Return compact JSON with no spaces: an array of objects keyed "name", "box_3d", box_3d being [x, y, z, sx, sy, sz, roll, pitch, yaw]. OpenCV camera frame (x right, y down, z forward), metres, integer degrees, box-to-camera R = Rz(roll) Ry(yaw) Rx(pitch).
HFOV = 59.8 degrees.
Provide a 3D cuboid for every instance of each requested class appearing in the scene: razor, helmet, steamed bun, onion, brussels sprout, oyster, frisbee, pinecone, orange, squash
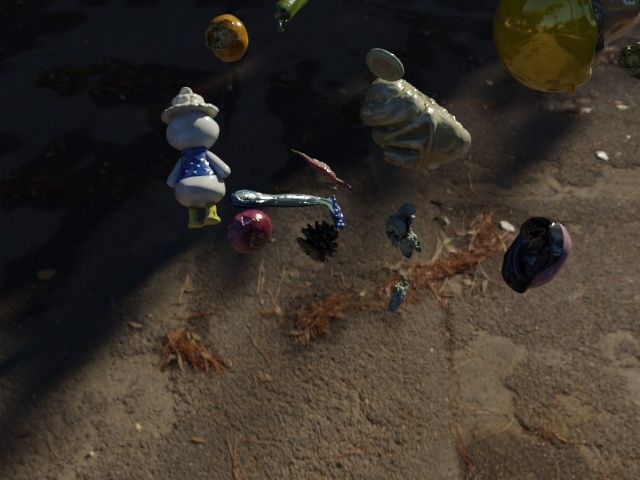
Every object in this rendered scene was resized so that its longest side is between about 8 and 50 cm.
[{"name":"razor","box_3d":[-0.062,-0.087,1.271,0.324,0.056,0.093,5,56,-42]},{"name":"helmet","box_3d":[0.716,0.048,1.809,0.154,0.253,0.198,3,21,-15]},{"name":"steamed bun","box_3d":[0.288,-0.367,1.843,0.352,0.247,0.339,13,32,-41]},{"name":"onion","box_3d":[-0.270,-0.037,2.125,0.177,0.177,0.153,-14,54,-4]},{"name":"brussels sprout","box_3d":[0.738,-0.416,1.295,0.058,0.085,0.085,-3,34,-34]},{"name":"oyster","box_3d":[0.240,0.169,1.759,0.037,0.098,0.100,25,27,-1]},{"name":"frisbee","box_3d":[0.164,-0.448,1.432,0.110,0.110,0.014,21,71,30]},{"name":"pinecone","box_3d":[-0.002,0.000,1.733,0.140,0.140,0.121,26,66,33]},{"name":"orange","box_3d":[-0.324,-0.690,1.906,0.134,0.155,0.154,-26,43,-35]},{"name":"squash","box_3d":[-0.084,-0.755,1.758,0.071,0.080,0.318,1,42,17]}]

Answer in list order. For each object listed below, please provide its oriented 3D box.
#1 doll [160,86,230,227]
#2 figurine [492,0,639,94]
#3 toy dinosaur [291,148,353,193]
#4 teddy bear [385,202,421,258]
[{"name":"doll","box_3d":[-0.259,-0.174,1.153,0.138,0.119,0.293,-12,85,15]},{"name":"figurine","box_3d":[0.414,-0.351,0.790,0.343,0.215,0.187,-31,72,14]},{"name":"toy dinosaur","box_3d":[0.003,-0.242,1.921,0.053,0.242,0.167,-49,14,-3]},{"name":"teddy bear","box_3d":[0.270,-0.029,1.890,0.111,0.213,0.133,23,63,33]}]
